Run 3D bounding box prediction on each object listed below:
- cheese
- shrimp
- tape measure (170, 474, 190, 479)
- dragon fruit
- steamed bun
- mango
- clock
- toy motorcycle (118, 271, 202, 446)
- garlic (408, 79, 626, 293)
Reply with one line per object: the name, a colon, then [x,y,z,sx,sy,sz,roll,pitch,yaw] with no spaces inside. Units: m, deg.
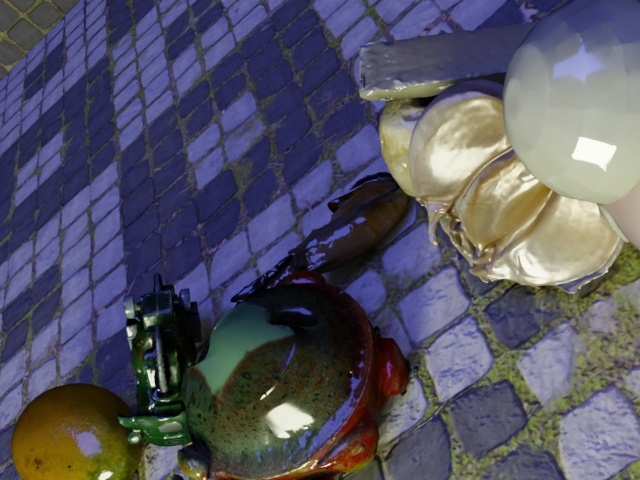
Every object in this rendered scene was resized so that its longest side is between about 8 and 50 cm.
cheese: [0.238,-0.201,0.938,0.400,0.034,0.085,-4,51,13]
shrimp: [0.002,0.008,1.124,0.262,0.066,0.117,-32,22,1]
tape measure: [-0.109,0.335,0.923,0.177,0.087,0.154,-4,55,43]
dragon fruit: [-0.043,0.158,0.988,0.295,0.130,0.268,11,72,51]
steamed bun: [0.170,-0.123,0.998,0.155,0.141,0.172,23,72,43]
mango: [-0.324,0.268,1.196,0.221,0.120,0.151,-7,56,36]
clock: [0.332,-0.112,0.647,0.342,0.326,0.184,-44,34,9]
toy motorcycle: [-0.198,0.155,1.141,0.125,0.187,0.274,-6,21,-8]
garlic: [0.196,-0.065,0.870,0.178,0.229,0.143,-47,5,41]
